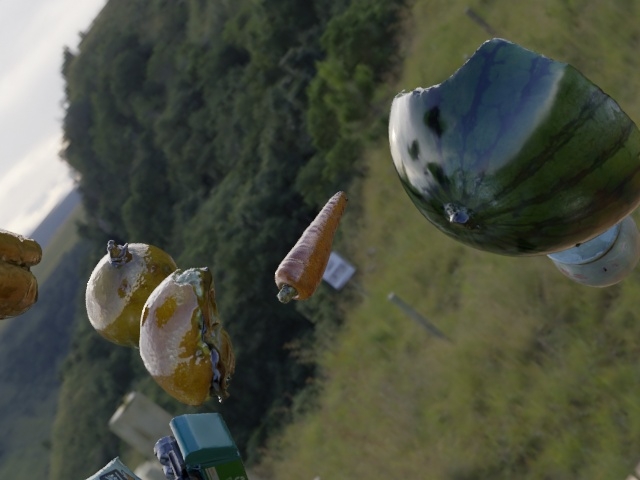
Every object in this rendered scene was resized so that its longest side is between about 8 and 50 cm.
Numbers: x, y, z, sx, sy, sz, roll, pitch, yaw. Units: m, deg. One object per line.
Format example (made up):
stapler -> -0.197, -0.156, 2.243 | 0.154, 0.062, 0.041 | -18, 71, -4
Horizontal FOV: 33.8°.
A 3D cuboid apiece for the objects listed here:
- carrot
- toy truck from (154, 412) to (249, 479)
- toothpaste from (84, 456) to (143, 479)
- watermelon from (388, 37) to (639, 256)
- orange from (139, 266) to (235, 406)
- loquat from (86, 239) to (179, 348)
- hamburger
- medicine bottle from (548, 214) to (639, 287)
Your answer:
carrot -> 0.000, 0.000, 1.503 | 0.061, 0.061, 0.257 | -44, 10, 44
toy truck -> -0.177, 0.377, 1.648 | 0.124, 0.253, 0.114 | -24, 43, -10
toothpaste -> -0.240, 0.272, 1.113 | 0.036, 0.056, 0.205 | -48, -10, 12
watermelon -> 0.212, -0.078, 1.264 | 0.189, 0.331, 0.331 | -52, 8, -11
orange -> -0.162, 0.118, 1.264 | 0.112, 0.160, 0.170 | -20, 46, -7
loquat -> -0.374, 0.098, 2.119 | 0.213, 0.246, 0.213 | -9, 41, 8
hamburger -> -0.492, 0.046, 1.517 | 0.283, 0.156, 0.144 | 42, -123, -76
medicine bottle -> 0.439, -0.007, 1.725 | 0.147, 0.143, 0.147 | -13, 64, 29
